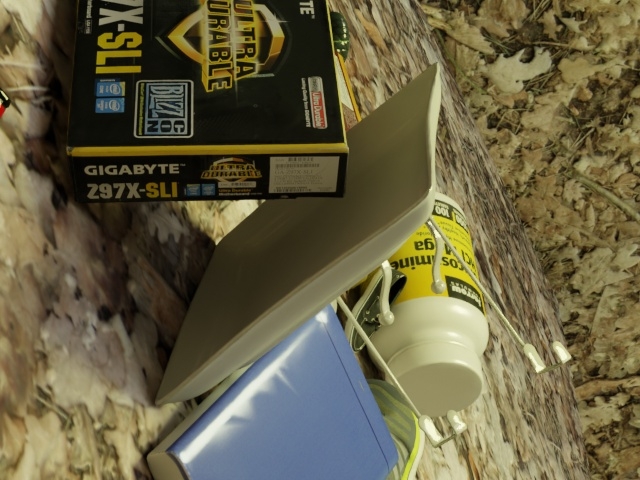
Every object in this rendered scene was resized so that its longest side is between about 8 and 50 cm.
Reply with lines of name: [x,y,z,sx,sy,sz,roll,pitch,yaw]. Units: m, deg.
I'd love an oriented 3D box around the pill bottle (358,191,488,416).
pill bottle: [0.156,0.096,1.915,0.188,0.188,0.333,53,22,-44]

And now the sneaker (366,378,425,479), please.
sneaker: [0.059,0.264,1.552,0.121,0.111,0.300,56,18,-26]

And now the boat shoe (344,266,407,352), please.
boat shoe: [0.079,0.101,1.795,0.049,0.040,0.142,45,68,-47]

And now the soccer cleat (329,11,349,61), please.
soccer cleat: [-0.001,-0.272,1.953,0.072,0.060,0.178,-21,131,-67]

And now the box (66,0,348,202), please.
box: [-0.114,-0.176,1.243,0.079,0.257,0.322,92,-5,-48]

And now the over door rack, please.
over door rack: [0.131,0.111,1.652,0.240,0.108,0.324,-28,67,-37]

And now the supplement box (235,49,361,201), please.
supplement box: [-0.071,-0.151,1.469,0.194,0.191,0.129,21,51,-69]

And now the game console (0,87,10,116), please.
game console: [-0.320,-0.139,0.968,0.144,0.085,0.124,54,53,-42]

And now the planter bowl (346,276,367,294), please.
planter bowl: [0.065,-0.034,1.829,0.217,0.090,0.217,171,-90,-88]

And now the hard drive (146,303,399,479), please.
hard drive: [-0.033,0.219,1.250,0.319,0.040,0.210,-42,112,-55]

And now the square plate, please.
square plate: [-0.003,-0.007,1.250,0.049,0.344,0.347,46,23,-16]
